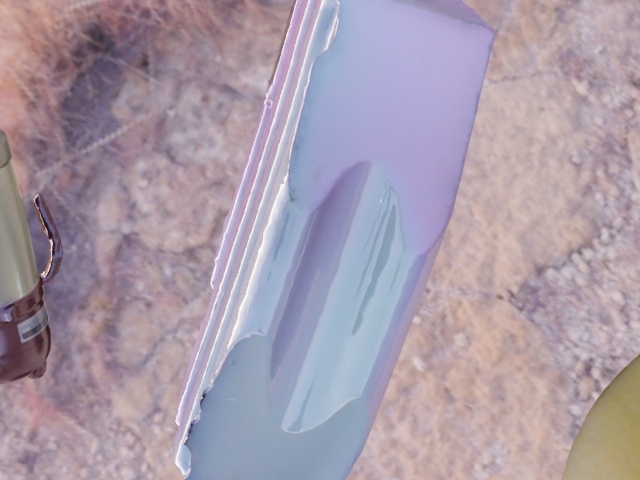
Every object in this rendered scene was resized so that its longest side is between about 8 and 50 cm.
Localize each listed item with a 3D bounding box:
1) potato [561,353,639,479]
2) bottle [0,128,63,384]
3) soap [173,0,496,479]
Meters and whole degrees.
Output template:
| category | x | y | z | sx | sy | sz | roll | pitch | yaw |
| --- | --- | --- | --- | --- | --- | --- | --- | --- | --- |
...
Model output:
| category | x | y | z | sx | sy | sz | roll | pitch | yaw |
| --- | --- | --- | --- | --- | --- | --- | --- | --- | --- |
| potato | 0.247 | 0.134 | 0.627 | 0.203 | 0.158 | 0.178 | -52 | 25 | -7 |
| bottle | -0.132 | 0.009 | 0.461 | 0.063 | 0.101 | 0.047 | -12 | 23 | -2 |
| soap | 0.000 | 0.000 | 0.755 | 0.193 | 0.109 | 0.324 | -103 | 31 | -69 |
